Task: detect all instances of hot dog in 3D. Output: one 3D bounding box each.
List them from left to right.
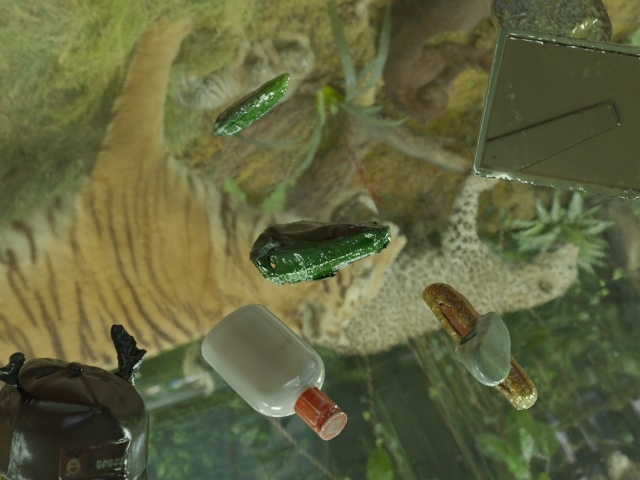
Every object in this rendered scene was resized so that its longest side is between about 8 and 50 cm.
[{"bbox_3d":[0.292,0.185,1.638,0.061,0.286,0.088,-47,159,20],"label":"hot dog"}]

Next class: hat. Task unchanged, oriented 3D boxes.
[{"bbox_3d":[-0.317,0.245,1.191,0.238,0.336,0.209,0,121,-36],"label":"hat"}]

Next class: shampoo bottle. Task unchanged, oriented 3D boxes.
[{"bbox_3d":[-0.053,0.166,1.128,0.108,0.221,0.051,-36,139,-20],"label":"shampoo bottle"}]

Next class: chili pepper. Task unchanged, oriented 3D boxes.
[{"bbox_3d":[0.000,0.002,1.328,0.216,0.108,0.062,-8,146,17],"label":"chili pepper"}]

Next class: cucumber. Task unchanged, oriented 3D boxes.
[{"bbox_3d":[-0.101,-0.177,1.225,0.168,0.039,0.039,-29,162,36],"label":"cucumber"}]

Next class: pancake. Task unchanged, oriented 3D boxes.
[{"bbox_3d":[0.368,-0.355,1.426,0.235,0.212,0.029,7,162,-22],"label":"pancake"}]

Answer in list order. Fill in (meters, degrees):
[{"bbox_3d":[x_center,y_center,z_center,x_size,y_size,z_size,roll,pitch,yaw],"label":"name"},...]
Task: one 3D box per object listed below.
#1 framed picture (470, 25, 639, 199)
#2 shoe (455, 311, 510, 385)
[{"bbox_3d":[0.353,-0.161,1.185,0.281,0.019,0.209,10,113,3],"label":"framed picture"},{"bbox_3d":[0.261,0.185,1.475,0.078,0.079,0.195,-36,-172,29],"label":"shoe"}]
